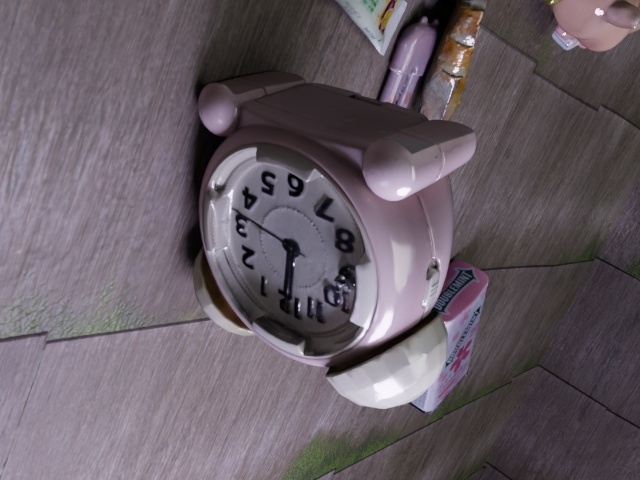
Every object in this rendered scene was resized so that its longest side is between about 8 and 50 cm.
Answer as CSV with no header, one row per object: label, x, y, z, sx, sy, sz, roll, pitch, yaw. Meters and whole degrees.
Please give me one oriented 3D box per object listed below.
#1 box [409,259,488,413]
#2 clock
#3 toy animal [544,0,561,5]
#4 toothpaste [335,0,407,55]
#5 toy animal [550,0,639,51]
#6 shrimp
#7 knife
box,0.286,0.234,1.810,0.190,0.112,0.369,-39,146,-30
clock,0.000,0.000,0.881,0.184,0.342,0.325,-18,124,-44
toy animal,0.350,-0.517,1.125,0.363,0.180,0.181,39,76,-40
toothpaste,0.037,-0.306,0.933,0.058,0.056,0.314,-23,166,21
toy animal,0.517,-0.451,1.442,0.256,0.195,0.213,-36,170,-34
shrimp,0.199,-0.261,1.199,0.164,0.062,0.316,-64,170,-55
knife,0.091,-0.147,1.185,0.132,0.038,0.398,-14,129,-57
